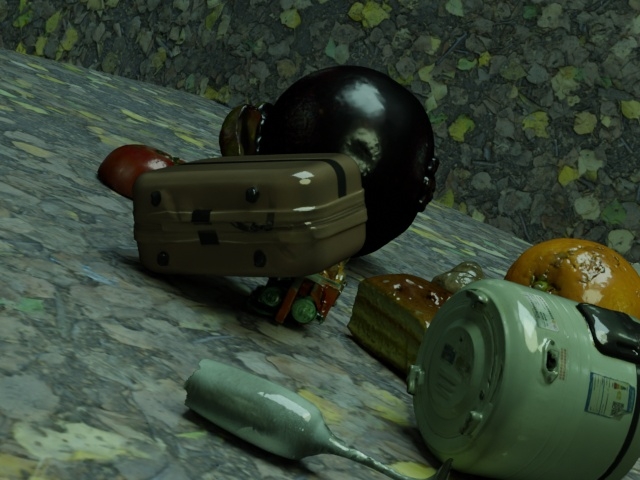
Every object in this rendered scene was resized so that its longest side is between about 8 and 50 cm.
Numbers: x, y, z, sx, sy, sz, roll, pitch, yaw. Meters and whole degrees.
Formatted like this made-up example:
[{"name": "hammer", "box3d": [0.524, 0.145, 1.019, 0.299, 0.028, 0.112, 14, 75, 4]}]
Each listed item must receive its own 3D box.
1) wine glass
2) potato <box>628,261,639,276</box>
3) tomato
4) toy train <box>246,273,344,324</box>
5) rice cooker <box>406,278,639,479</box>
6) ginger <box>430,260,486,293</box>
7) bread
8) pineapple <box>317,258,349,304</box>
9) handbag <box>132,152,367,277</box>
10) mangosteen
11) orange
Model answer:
[{"name": "wine glass", "box3d": [-0.011, 0.180, 0.911, 0.262, 0.074, 0.074, 23, 10, 14]}, {"name": "potato", "box3d": [0.741, 0.173, 2.178, 0.300, 0.196, 0.246, -5, 23, 8]}, {"name": "tomato", "box3d": [-0.292, -0.118, 1.816, 0.225, 0.085, 0.225, 21, 7, -3]}, {"name": "toy train", "box3d": [-0.033, 0.076, 1.382, 0.118, 0.074, 0.176, 25, 8, 0]}, {"name": "rice cooker", "box3d": [0.238, 0.159, 1.082, 0.244, 0.226, 0.226, 17, 11, -19]}, {"name": "ginger", "box3d": [0.280, 0.086, 1.927, 0.104, 0.080, 0.204, 19, 11, 16]}, {"name": "bread", "box3d": [0.181, 0.134, 1.397, 0.234, 0.110, 0.184, 15, 13, -35]}, {"name": "pineapple", "box3d": [-0.003, -0.002, 1.605, 0.140, 0.164, 0.250, 23, 4, -39]}, {"name": "handbag", "box3d": [-0.077, -0.043, 1.353, 0.302, 0.149, 0.283, -1, 9, 32]}, {"name": "mangosteen", "box3d": [0.007, -0.160, 1.881, 0.435, 0.382, 0.382, 15, 9, 12]}, {"name": "orange", "box3d": [0.402, 0.119, 1.575, 0.246, 0.246, 0.246, 21, 10, -4]}]
